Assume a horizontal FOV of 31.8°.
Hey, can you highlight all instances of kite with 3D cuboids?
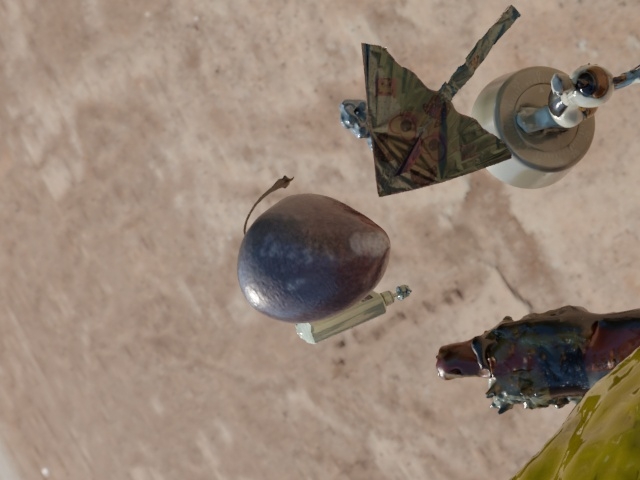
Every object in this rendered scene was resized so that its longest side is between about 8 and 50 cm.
[{"bbox_3d":[0.131,-0.151,1.196,0.229,0.250,0.012,35,178,-29],"label":"kite"}]

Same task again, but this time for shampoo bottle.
[{"bbox_3d":[0.042,0.083,1.310,0.034,0.141,0.049,70,160,-3],"label":"shampoo bottle"}]

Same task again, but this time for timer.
[{"bbox_3d":[0.328,-0.180,1.513,0.175,0.175,0.266,60,164,1],"label":"timer"}]

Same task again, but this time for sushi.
[{"bbox_3d":[0.224,0.113,1.069,0.097,0.226,0.103,-18,-79,-76],"label":"sushi"}]

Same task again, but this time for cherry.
[{"bbox_3d":[0.005,-0.003,1.030,0.148,0.188,0.115,-31,103,39],"label":"cherry"}]

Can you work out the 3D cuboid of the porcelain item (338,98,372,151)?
[{"bbox_3d":[0.046,-0.130,1.251,0.028,0.036,0.083,22,166,40],"label":"porcelain item"}]

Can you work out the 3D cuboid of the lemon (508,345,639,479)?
[{"bbox_3d":[0.217,0.171,0.386,0.387,0.350,0.350,-1,127,17],"label":"lemon"}]
